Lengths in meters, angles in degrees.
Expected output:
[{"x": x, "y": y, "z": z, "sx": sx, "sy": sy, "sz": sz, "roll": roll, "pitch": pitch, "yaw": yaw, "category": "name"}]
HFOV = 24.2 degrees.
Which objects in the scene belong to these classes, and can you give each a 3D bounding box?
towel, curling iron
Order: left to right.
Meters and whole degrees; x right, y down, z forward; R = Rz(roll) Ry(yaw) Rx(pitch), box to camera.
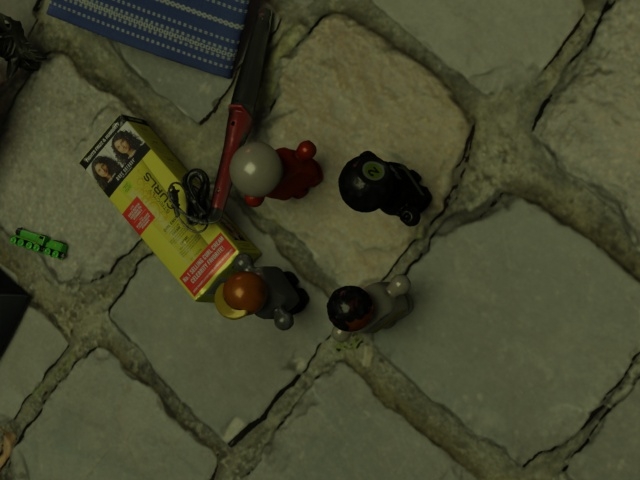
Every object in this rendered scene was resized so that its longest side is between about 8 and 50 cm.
[{"x": -0.173, "y": -0.372, "z": 1.676, "sx": 0.243, "sy": 0.040, "sz": 0.336, "roll": 20, "pitch": 118, "yaw": 7, "category": "towel"}, {"x": -0.104, "y": -0.140, "z": 1.683, "sx": 0.068, "sy": 0.035, "sz": 0.274, "roll": 21, "pitch": 80, "yaw": -3, "category": "curling iron"}]

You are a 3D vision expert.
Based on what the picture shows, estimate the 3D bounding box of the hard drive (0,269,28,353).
[{"x": -0.492, "y": 0.127, "z": 1.882, "sx": 0.172, "sy": 0.054, "sz": 0.254, "roll": 39, "pitch": 104, "yaw": 22, "category": "hard drive"}]

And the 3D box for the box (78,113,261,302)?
[{"x": -0.177, "y": -0.037, "z": 1.735, "sx": 0.087, "sy": 0.058, "sz": 0.232, "roll": -46, "pitch": 71, "yaw": 15, "category": "box"}]

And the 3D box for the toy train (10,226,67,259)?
[{"x": -0.348, "y": 0.003, "z": 1.840, "sx": 0.083, "sy": 0.017, "sz": 0.023, "roll": 17, "pitch": 85, "yaw": 26, "category": "toy train"}]

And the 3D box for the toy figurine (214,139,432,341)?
[{"x": 0.000, "y": 0.000, "z": 1.598, "sx": 0.213, "sy": 0.148, "sz": 0.209, "roll": 11, "pitch": 92, "yaw": 25, "category": "toy figurine"}]

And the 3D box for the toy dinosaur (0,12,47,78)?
[{"x": -0.457, "y": -0.189, "z": 1.782, "sx": 0.164, "sy": 0.218, "sz": 0.322, "roll": 26, "pitch": 141, "yaw": 10, "category": "toy dinosaur"}]
